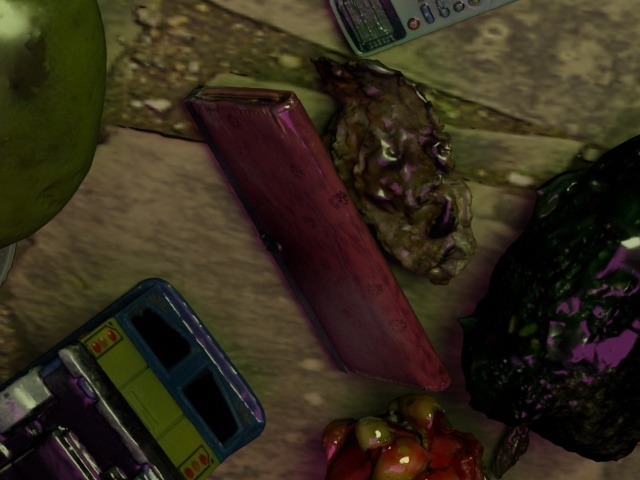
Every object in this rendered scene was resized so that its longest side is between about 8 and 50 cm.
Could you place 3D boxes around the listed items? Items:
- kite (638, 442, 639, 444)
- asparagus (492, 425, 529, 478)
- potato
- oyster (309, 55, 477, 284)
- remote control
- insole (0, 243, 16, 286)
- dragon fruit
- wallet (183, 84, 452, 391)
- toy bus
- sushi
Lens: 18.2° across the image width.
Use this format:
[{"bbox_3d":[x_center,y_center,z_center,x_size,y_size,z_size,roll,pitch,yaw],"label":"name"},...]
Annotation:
[{"bbox_3d":[0.260,0.103,1.361,0.159,0.010,0.190,-13,119,17],"label":"kite"},{"bbox_3d":[0.158,0.071,1.355,0.023,0.022,0.233,-9,129,-36],"label":"asparagus"},{"bbox_3d":[-0.226,-0.094,1.261,0.186,0.148,0.253,42,130,4],"label":"potato"},{"bbox_3d":[0.046,-0.043,1.269,0.105,0.056,0.177,13,139,41],"label":"oyster"},{"bbox_3d":[0.067,-0.154,1.236,0.124,0.018,0.053,-18,115,21],"label":"remote control"},{"bbox_3d":[-0.286,0.048,1.441,0.080,0.003,0.232,31,122,-8],"label":"insole"},{"bbox_3d":[0.057,0.170,1.349,0.133,0.150,0.207,-27,149,-3],"label":"dragon fruit"},{"bbox_3d":[0.000,0.000,1.304,0.119,0.025,0.232,8,133,54],"label":"wallet"},{"bbox_3d":[-0.199,0.168,1.392,0.288,0.175,0.138,-35,93,28],"label":"toy bus"},{"bbox_3d":[0.184,0.033,1.246,0.127,0.124,0.225,26,119,-23],"label":"sushi"}]
